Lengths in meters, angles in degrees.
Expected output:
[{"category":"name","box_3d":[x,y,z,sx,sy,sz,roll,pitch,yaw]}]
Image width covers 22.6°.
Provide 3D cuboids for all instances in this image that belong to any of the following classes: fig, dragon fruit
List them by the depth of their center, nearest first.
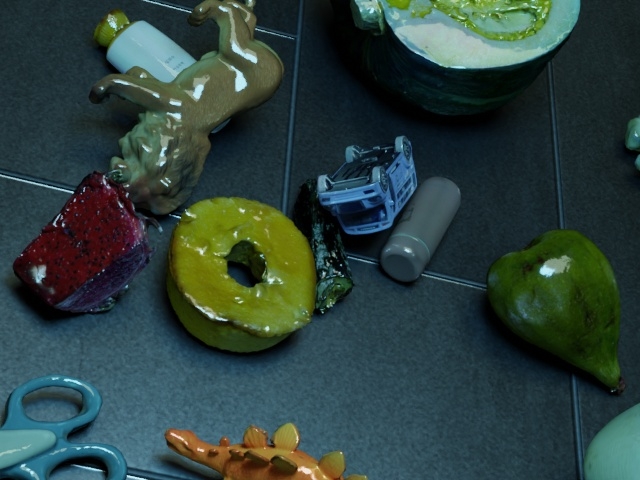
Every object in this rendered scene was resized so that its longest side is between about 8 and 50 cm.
[{"category":"dragon fruit","box_3d":[-0.219,0.012,1.588,0.147,0.096,0.102,-42,62,3]},{"category":"fig","box_3d":[0.255,0.080,1.728,0.126,0.185,0.133,7,32,45]}]

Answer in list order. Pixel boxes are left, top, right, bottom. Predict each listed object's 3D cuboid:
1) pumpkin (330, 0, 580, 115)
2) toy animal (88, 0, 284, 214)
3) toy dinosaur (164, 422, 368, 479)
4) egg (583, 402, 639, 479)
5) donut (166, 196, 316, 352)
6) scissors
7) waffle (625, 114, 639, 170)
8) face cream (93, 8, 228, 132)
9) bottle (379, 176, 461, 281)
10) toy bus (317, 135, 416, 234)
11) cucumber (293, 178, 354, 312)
[{"category":"pumpkin","box_3d":[0.139,-0.272,1.919,0.263,0.197,0.293,-20,66,-20]},{"category":"toy animal","box_3d":[-0.133,-0.152,1.732,0.312,0.097,0.157,-41,89,-24]},{"category":"toy dinosaur","box_3d":[-0.010,0.230,1.460,0.288,0.117,0.070,26,45,5]},{"category":"egg","box_3d":[0.401,0.240,1.548,0.295,0.218,0.218,12,46,2]},{"category":"donut","box_3d":[-0.085,0.038,1.640,0.162,0.065,0.178,21,45,-10]},{"category":"scissors","box_3d":[-0.314,0.197,1.418,0.289,0.041,0.138,-10,62,-30]},{"category":"waffle","box_3d":[0.535,-0.081,1.998,0.292,0.056,0.309,-27,64,-38]},{"category":"face cream","box_3d":[-0.176,-0.192,1.813,0.182,0.051,0.072,38,56,11]},{"category":"bottle","box_3d":[0.111,-0.013,1.769,0.053,0.053,0.140,28,46,4]},{"category":"toy bus","box_3d":[0.056,-0.057,1.731,0.073,0.076,0.167,-9,17,21]},{"category":"cucumber","box_3d":[0.000,0.000,1.719,0.053,0.053,0.181,3,47,-19]}]
